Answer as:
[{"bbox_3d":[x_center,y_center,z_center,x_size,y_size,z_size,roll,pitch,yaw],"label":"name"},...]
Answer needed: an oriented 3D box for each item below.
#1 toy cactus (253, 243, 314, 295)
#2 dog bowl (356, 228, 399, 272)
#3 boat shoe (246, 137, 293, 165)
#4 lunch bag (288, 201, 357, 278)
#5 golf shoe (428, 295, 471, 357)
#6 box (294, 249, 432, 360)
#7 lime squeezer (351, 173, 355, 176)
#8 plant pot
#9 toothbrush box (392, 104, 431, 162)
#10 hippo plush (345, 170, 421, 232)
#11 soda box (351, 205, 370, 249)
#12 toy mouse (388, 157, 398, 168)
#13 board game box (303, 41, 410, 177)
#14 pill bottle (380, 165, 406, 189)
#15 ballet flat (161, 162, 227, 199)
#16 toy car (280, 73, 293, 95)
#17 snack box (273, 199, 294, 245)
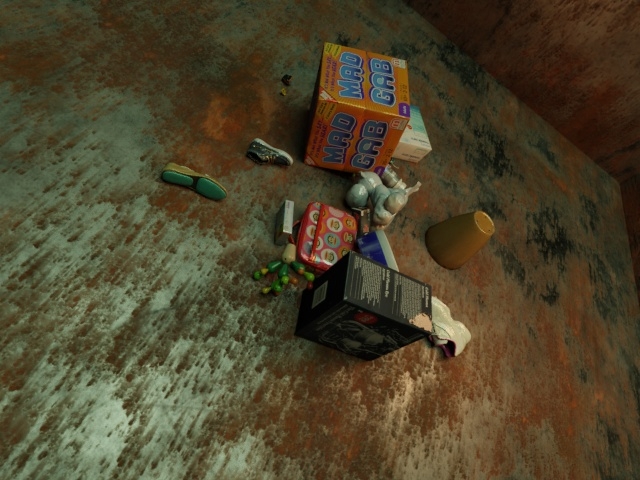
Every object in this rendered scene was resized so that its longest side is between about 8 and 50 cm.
[{"bbox_3d":[-0.112,0.099,1.359,0.112,0.219,0.180,52,42,-46],"label":"toy cactus"},{"bbox_3d":[0.224,0.097,1.497,0.104,0.265,0.265,-19,69,5],"label":"dog bowl"},{"bbox_3d":[-0.207,-0.334,1.620,0.183,0.065,0.083,27,55,-8],"label":"boat shoe"},{"bbox_3d":[0.000,0.000,1.520,0.258,0.120,0.293,21,54,-14],"label":"lunch bag"},{"bbox_3d":[0.470,0.336,1.606,0.306,0.115,0.140,43,54,-1],"label":"golf shoe"},{"bbox_3d":[0.135,0.231,1.315,0.312,0.343,0.179,23,53,-17],"label":"box"},{"bbox_3d":[0.137,-0.445,1.887,0.110,0.059,0.310,-13,72,-35],"label":"lime squeezer"},{"bbox_3d":[0.650,-0.024,1.825,0.237,0.254,0.237,14,57,-23],"label":"plant pot"},{"bbox_3d":[0.427,-0.573,2.087,0.216,0.126,0.295,7,62,-27],"label":"toothbrush box"},{"bbox_3d":[0.235,-0.194,1.672,0.236,0.234,0.294,39,93,9],"label":"hippo plush"},{"bbox_3d":[0.164,-0.050,1.617,0.053,0.060,0.169,-16,112,-34],"label":"soda box"},{"bbox_3d":[0.320,-0.386,1.975,0.143,0.031,0.161,28,55,-11],"label":"toy mouse"},{"bbox_3d":[0.143,-0.541,1.700,0.356,0.356,0.356,9,58,-7],"label":"board game box"},{"bbox_3d":[0.336,-0.285,1.899,0.137,0.078,0.078,43,51,-3],"label":"pill bottle"},{"bbox_3d":[-0.435,-0.216,1.407,0.232,0.080,0.073,21,40,-21],"label":"ballet flat"},{"bbox_3d":[-0.168,-0.732,1.895,0.122,0.060,0.040,-65,148,-21],"label":"toy car"},{"bbox_3d":[-0.135,-0.065,1.479,0.037,0.100,0.141,16,57,-22],"label":"snack box"}]
